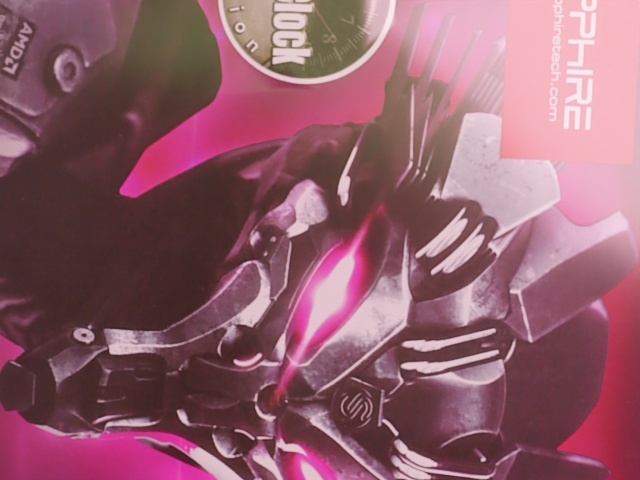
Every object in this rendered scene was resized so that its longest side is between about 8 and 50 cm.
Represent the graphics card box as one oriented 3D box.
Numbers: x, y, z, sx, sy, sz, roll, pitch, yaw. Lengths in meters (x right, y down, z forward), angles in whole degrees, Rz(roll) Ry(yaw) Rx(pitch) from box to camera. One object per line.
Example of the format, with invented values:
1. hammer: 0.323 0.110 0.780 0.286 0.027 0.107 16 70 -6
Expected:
1. graphics card box: 0.000 0.000 0.645 0.370 0.094 0.233 4 93 5
